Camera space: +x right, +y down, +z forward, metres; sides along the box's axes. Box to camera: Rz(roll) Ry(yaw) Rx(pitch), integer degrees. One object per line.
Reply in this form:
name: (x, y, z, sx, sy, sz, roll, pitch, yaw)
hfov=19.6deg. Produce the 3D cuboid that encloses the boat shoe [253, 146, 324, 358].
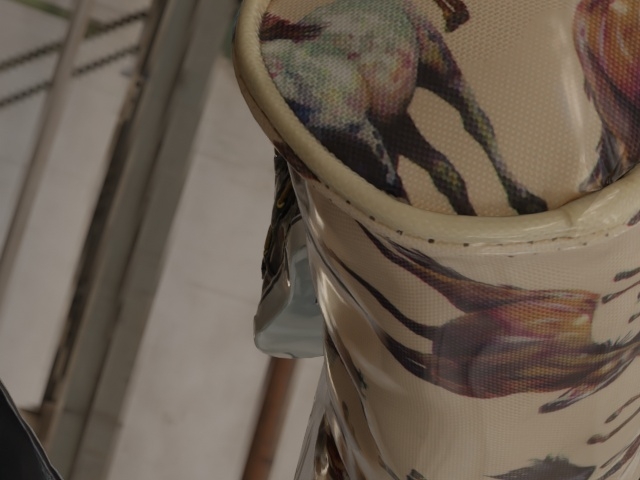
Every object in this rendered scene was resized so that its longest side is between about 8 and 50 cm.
boat shoe: (0.000, 0.000, 1.028, 0.183, 0.065, 0.083, 111, -21, -63)

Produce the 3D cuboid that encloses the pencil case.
pencil case: (0.063, 0.021, 0.777, 0.410, 0.160, 0.183, 82, -11, -60)

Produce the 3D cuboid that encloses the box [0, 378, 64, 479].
box: (-0.383, 0.334, 0.902, 0.472, 0.297, 0.480, -18, -163, 35)

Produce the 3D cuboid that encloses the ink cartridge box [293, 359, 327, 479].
ink cartridge box: (0.049, 0.127, 1.424, 0.235, 0.088, 0.193, 117, -11, -60)
